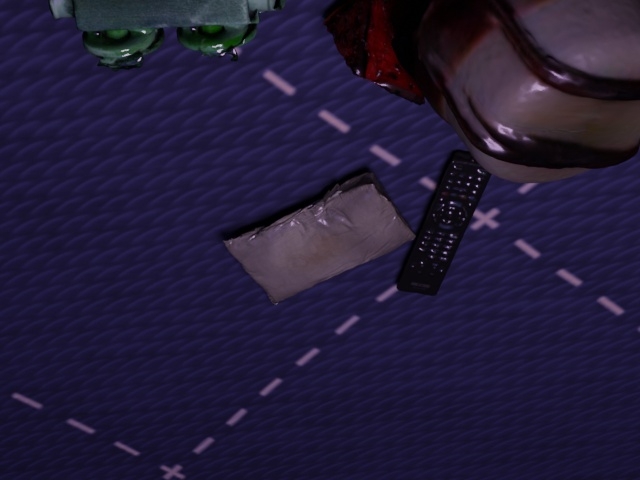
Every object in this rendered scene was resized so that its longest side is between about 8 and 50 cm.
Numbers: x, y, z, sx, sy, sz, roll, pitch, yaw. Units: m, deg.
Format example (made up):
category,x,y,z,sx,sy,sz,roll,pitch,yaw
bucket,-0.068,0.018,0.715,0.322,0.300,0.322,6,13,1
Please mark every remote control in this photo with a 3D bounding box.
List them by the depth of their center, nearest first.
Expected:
category,x,y,z,sx,sy,sz,roll,pitch,yaw
remote control,0.163,-0.017,1.620,0.063,0.025,0.245,7,132,-15

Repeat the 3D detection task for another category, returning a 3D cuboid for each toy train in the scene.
category,x,y,z,sx,sy,sz,roll,pitch,yaw
toy train,-0.156,-0.279,1.260,0.243,0.188,0.132,-3,128,-1

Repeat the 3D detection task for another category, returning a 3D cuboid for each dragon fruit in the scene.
category,x,y,z,sx,sy,sz,roll,pitch,yaw
dragon fruit,0.109,-0.214,1.384,0.192,0.122,0.092,31,114,-25

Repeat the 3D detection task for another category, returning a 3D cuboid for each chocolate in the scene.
category,x,y,z,sx,sy,sz,roll,pitch,yaw
chocolate,0.234,-0.172,1.248,0.283,0.186,0.284,-8,145,-6

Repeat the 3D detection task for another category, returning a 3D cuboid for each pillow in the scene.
category,x,y,z,sx,sy,sz,roll,pitch,yaw
pillow,0.000,0.000,1.614,0.229,0.050,0.148,-23,131,18
